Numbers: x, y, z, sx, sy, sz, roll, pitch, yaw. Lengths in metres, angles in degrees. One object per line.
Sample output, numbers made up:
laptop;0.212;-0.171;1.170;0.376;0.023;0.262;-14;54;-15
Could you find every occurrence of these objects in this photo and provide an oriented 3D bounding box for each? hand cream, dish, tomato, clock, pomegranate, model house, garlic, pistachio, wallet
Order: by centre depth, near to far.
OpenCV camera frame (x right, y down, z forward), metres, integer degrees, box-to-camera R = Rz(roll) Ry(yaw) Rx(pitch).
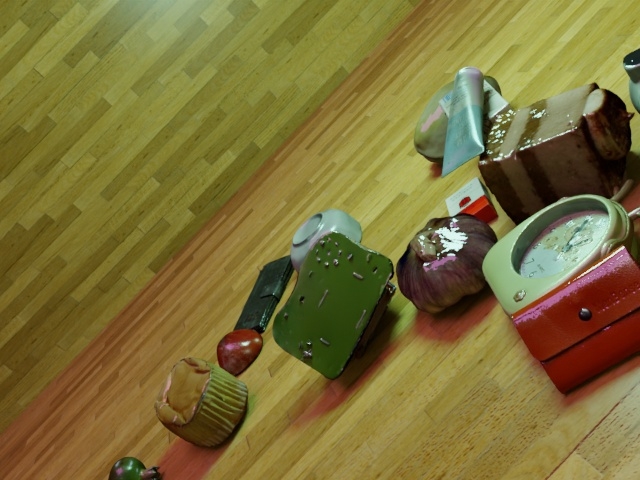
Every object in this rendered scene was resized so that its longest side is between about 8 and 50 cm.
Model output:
wallet;0.409;0.120;0.995;0.204;0.045;0.142;-38;65;22
clock;0.439;0.020;1.147;0.308;0.096;0.235;-40;20;16
garlic;0.254;0.034;1.388;0.245;0.160;0.245;-39;20;17
hand cream;0.309;-0.262;1.428;0.111;0.070;0.312;-33;28;38
model house;0.047;0.146;1.519;0.294;0.207;0.154;-63;-24;2
pomegranate;-0.504;0.643;1.799;0.142;0.115;0.115;-15;29;12
pistachio;0.390;-0.339;1.861;0.288;0.197;0.166;-51;-25;16
tomato;-0.249;0.314;1.939;0.159;0.091;0.139;-35;24;21
dish;0.000;0.000;2.012;0.256;0.117;0.256;-38;22;19
wallet;-0.184;0.181;2.130;0.169;0.044;0.317;-25;29;41

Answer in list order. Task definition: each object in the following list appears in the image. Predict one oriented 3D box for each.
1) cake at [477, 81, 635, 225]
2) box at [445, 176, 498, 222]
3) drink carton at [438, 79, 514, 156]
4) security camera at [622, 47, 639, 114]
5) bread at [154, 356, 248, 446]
cake;0.484;-0.171;1.296;0.292;0.199;0.196;-18;28;44
box;0.356;-0.079;1.574;0.100;0.048;0.152;-40;23;22
drink carton;0.414;-0.267;1.598;0.132;0.194;0.325;-41;21;16
security camera;0.627;-0.212;1.093;0.196;0.191;0.277;-23;32;35
bread;-0.312;0.433;1.757;0.288;0.156;0.204;-14;45;51
